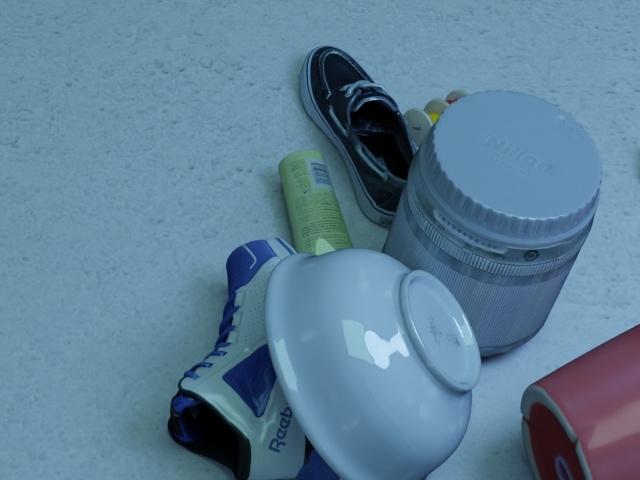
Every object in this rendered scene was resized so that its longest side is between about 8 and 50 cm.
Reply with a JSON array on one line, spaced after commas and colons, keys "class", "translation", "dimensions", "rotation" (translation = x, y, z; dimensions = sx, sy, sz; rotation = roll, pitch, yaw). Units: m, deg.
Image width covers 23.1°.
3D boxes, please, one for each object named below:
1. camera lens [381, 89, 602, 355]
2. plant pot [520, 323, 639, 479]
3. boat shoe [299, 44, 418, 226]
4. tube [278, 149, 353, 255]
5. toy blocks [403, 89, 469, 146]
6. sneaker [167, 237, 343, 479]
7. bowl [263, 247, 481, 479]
[{"class": "camera lens", "translation": [0.196, -0.013, 1.848], "dimensions": [0.219, 0.274, 0.219], "rotation": [6, 51, -8]}, {"class": "plant pot", "translation": [0.369, 0.216, 1.728], "dimensions": [0.243, 0.275, 0.275], "rotation": [-18, 57, -12]}, {"class": "boat shoe", "translation": [0.057, -0.161, 2.049], "dimensions": [0.108, 0.102, 0.301], "rotation": [-8, 54, -19]}, {"class": "tube", "translation": [0.000, 0.000, 1.941], "dimensions": [0.070, 0.062, 0.240], "rotation": [-29, 57, 20]}, {"class": "toy blocks", "translation": [0.195, -0.144, 2.100], "dimensions": [0.148, 0.054, 0.123], "rotation": [-26, 69, -45]}, {"class": "sneaker", "translation": [-0.089, 0.140, 1.754], "dimensions": [0.182, 0.127, 0.315], "rotation": [-4, 54, -19]}, {"class": "bowl", "translation": [0.080, 0.123, 1.698], "dimensions": [0.298, 0.134, 0.298], "rotation": [41, 33, -35]}]
